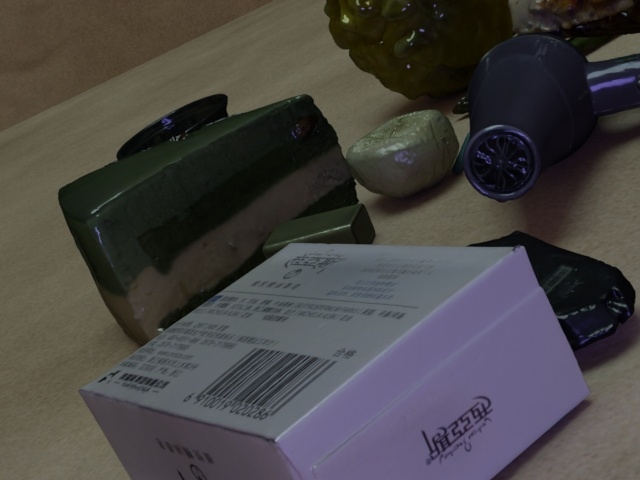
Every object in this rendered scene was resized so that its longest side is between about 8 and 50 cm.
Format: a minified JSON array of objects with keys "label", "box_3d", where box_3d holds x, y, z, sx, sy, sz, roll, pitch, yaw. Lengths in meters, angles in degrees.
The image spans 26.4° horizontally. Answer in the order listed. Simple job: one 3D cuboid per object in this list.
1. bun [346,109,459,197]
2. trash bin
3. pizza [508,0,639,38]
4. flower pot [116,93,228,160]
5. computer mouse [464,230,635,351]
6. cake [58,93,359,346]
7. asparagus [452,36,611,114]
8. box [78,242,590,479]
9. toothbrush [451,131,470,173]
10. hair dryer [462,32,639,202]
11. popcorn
[{"label":"bun","box_3d":[0.083,-0.080,1.355,0.115,0.069,0.115,-25,16,7]},{"label":"trash bin","box_3d":[0.000,0.000,1.291,0.092,0.043,0.061,-18,19,23]},{"label":"pizza","box_3d":[0.363,-0.250,1.256,0.409,0.114,0.278,-9,-3,29]},{"label":"flower pot","box_3d":[-0.163,-0.101,1.714,0.157,0.106,0.157,-25,20,10]},{"label":"computer mouse","box_3d":[0.143,0.046,0.936,0.099,0.057,0.172,-36,31,-31]},{"label":"cake","box_3d":[-0.100,-0.019,1.321,0.284,0.158,0.172,-23,18,2]},{"label":"asparagus","box_3d":[0.251,-0.199,1.521,0.236,0.027,0.034,-30,13,-7]},{"label":"box","box_3d":[-0.001,0.098,0.885,0.203,0.116,0.274,-36,19,-28]},{"label":"toothbrush","box_3d":[0.154,-0.106,1.418,0.011,0.014,0.167,-10,22,21]},{"label":"hair dryer","box_3d":[0.291,-0.133,1.152,0.361,0.121,0.301,-12,16,19]},{"label":"popcorn","box_3d":[0.119,-0.291,1.613,0.249,0.249,0.225,-35,30,-24]}]
